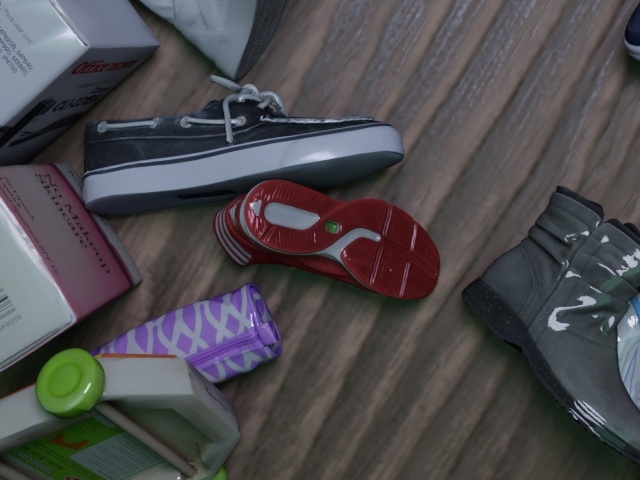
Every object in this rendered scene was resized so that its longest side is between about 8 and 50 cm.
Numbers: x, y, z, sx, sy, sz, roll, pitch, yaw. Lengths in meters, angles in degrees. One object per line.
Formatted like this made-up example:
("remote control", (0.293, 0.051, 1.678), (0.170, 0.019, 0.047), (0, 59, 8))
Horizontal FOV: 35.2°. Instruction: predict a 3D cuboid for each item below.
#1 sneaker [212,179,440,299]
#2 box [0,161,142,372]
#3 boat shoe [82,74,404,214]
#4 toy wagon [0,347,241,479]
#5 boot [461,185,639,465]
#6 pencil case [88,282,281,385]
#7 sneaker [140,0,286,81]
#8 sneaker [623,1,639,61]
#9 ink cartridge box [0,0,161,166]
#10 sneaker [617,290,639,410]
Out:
("sneaker", (0.000, 0.000, 0.968), (0.221, 0.128, 0.087), (24, 74, -28))
("box", (-0.271, 0.023, 0.903), (0.127, 0.232, 0.148), (-32, 94, 6))
("boat shoe", (-0.077, -0.095, 0.941), (0.306, 0.113, 0.105), (-8, 80, 18))
("toy wagon", (-0.252, 0.212, 0.928), (0.344, 0.267, 0.068), (-23, 53, 7))
("boot", (0.256, 0.071, 0.909), (0.161, 0.083, 0.246), (-46, 64, 9))
("pencil case", (-0.139, 0.113, 0.978), (0.206, 0.088, 0.086), (-26, 96, 6))
("sneaker", (-0.097, -0.273, 0.852), (0.169, 0.292, 0.108), (37, 55, 2))
("sneaker", (0.339, -0.296, 0.863), (0.282, 0.099, 0.153), (-47, 122, 2))
("ink cartridge box", (-0.297, -0.131, 0.891), (0.273, 0.197, 0.114), (-38, 94, 14))
("sneaker", (0.293, 0.144, 0.967), (0.083, 0.071, 0.190), (-10, 88, 11))
